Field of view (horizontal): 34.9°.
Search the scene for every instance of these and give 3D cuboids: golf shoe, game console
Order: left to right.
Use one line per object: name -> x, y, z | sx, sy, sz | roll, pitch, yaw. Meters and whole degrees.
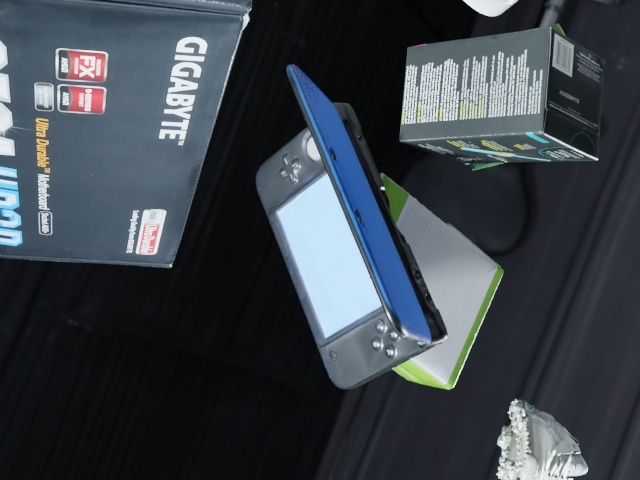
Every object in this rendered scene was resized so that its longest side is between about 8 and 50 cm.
game console -> 0.000, 0.000, 1.080 | 0.173, 0.293, 0.250 | -6, 159, -45
golf shoe -> 0.214, 0.198, 0.957 | 0.086, 0.069, 0.176 | 22, -169, 9

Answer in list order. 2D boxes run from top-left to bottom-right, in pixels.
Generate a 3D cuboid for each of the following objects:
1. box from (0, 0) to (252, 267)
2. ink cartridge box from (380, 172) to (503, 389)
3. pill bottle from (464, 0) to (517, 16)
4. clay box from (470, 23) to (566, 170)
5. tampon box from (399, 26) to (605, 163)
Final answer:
box -> -0.130, -0.054, 0.384 | 0.175, 0.051, 0.220 | 3, 157, -14
ink cartridge box -> 0.103, 0.054, 1.349 | 0.255, 0.189, 0.097 | 37, 160, -31
pill bottle -> 0.169, -0.240, 0.734 | 0.094, 0.094, 0.169 | 25, 138, -29
clay box -> 0.258, -0.177, 1.364 | 0.127, 0.053, 0.222 | -13, 140, -4
tampon box -> 0.179, -0.137, 1.005 | 0.161, 0.102, 0.120 | 2, 173, 40
